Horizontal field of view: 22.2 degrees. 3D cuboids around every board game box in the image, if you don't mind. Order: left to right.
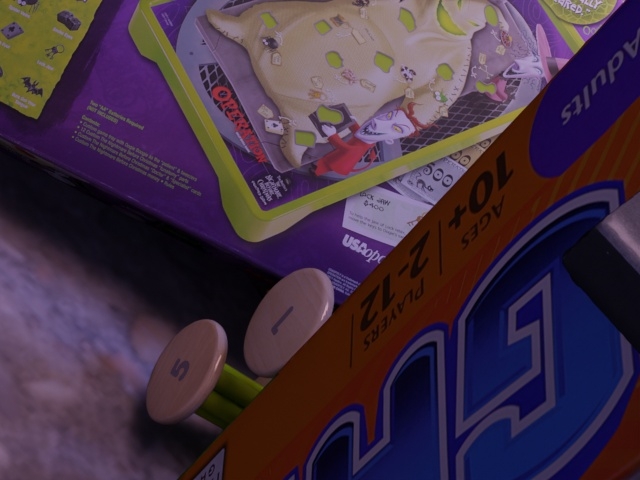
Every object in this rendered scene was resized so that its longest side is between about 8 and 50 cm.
[{"bbox_3d":[-0.038,-0.099,0.792,0.347,0.056,0.208,27,81,0],"label":"board game box"},{"bbox_3d":[0.165,0.202,0.568,0.356,0.356,0.356,24,41,-21],"label":"board game box"}]

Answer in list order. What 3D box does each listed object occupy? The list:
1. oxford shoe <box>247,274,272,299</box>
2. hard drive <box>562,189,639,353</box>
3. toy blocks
[{"bbox_3d":[0.000,0.000,0.837,0.271,0.097,0.098,36,44,-8],"label":"oxford shoe"},{"bbox_3d":[0.126,0.034,0.386,0.135,0.022,0.094,48,39,9],"label":"hard drive"},{"bbox_3d":[0.013,0.082,0.751,0.148,0.123,0.054,35,47,-29],"label":"toy blocks"}]
